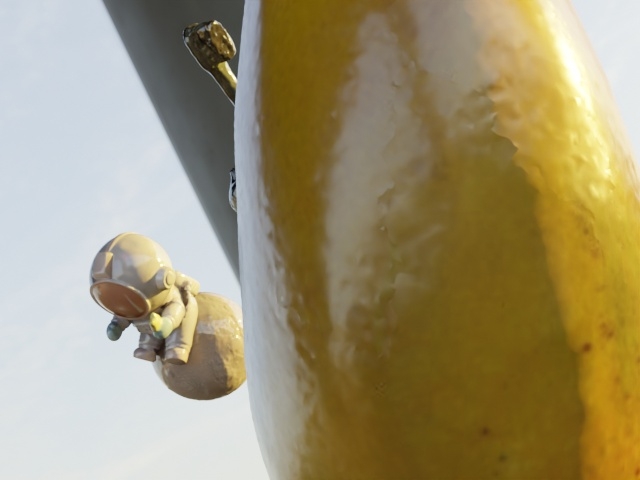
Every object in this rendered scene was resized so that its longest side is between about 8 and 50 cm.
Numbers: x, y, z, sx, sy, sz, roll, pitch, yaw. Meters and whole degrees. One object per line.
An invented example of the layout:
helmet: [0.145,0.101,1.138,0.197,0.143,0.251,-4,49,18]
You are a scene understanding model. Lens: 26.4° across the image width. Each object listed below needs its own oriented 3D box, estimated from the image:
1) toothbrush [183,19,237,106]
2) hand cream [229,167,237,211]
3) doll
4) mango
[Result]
toothbrush: [-0.023,-0.066,1.175,0.031,0.297,0.030,-15,30,41]
hand cream: [0.000,0.000,1.364,0.086,0.235,0.055,-45,-20,-26]
doll: [-0.192,0.091,1.733,0.151,0.151,0.287,-29,-46,10]
mango: [0.063,-0.005,0.759,0.232,0.445,0.300,-9,-1,-4]
